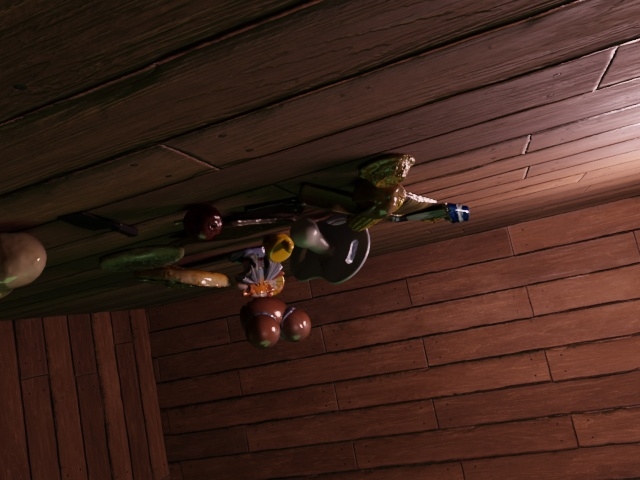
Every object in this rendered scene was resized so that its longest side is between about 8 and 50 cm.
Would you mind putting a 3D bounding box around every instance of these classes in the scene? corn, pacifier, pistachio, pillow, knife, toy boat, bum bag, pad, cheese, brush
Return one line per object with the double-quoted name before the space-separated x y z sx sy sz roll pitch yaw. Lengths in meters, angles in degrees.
"corn" 0.147 -0.089 1.384 0.080 0.080 0.238 -6 162 -34
"pacifier" 0.000 0.000 1.520 0.299 0.244 0.233 0 156 40
"pistachio" 0.133 -0.106 1.245 0.112 0.113 0.149 -9 -171 -17
"pillow" 0.209 -0.102 1.521 0.208 0.052 0.212 -17 167 38
"knife" -0.499 -0.034 1.153 0.072 0.019 0.245 -8 170 7
"toy boat" 0.407 -0.099 1.913 0.290 0.067 0.220 -2 174 13
"bum bag" -0.117 -0.080 1.323 0.159 0.026 0.109 -11 173 -5
"pad" -0.251 -0.026 1.482 0.286 0.018 0.283 -14 176 37
"cheese" -0.750 0.074 1.125 0.350 0.130 0.328 -8 169 -8
"brush" 0.018 -0.101 1.278 0.048 0.054 0.282 6 -179 29

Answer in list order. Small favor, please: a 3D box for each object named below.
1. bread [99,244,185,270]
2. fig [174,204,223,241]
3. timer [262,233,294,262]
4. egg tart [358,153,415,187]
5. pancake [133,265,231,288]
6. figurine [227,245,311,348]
"bread" -0.566 0.062 1.628 0.266 0.041 0.267 -12 172 -2
"fig" -0.290 -0.045 1.187 0.125 0.089 0.088 15 -171 36
"timer" -0.138 0.031 1.766 0.107 0.109 0.107 -25 139 -25
"egg tart" 0.147 -0.150 1.123 0.128 0.050 0.129 -11 170 -2
"pancake" -0.532 0.146 1.979 0.386 0.082 0.387 4 171 1
"figurine" -0.214 0.220 1.979 0.276 0.389 0.248 -2 167 -40
